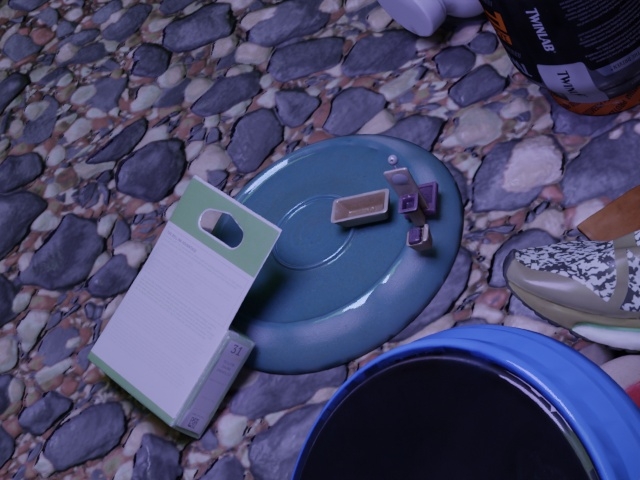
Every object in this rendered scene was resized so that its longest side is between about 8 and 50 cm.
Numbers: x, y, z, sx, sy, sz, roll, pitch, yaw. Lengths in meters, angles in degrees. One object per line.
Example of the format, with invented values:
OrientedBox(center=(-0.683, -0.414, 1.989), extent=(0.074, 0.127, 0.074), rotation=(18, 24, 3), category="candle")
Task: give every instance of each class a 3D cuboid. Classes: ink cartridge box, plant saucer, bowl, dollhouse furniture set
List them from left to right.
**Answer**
OrientedBox(center=(-0.133, 0.068, 1.825), extent=(0.171, 0.056, 0.235), rotation=(32, 91, 44), category="ink cartridge box")
OrientedBox(center=(0.000, 0.000, 1.858), extent=(0.318, 0.043, 0.317), rotation=(-16, 47, 18), category="plant saucer")
OrientedBox(center=(0.052, -0.037, 1.768), extent=(0.114, 0.081, 0.091), rotation=(-11, 49, 23), category="dollhouse furniture set")
OrientedBox(center=(0.118, 0.264, 1.390), extent=(0.391, 0.077, 0.391), rotation=(-4, 85, 44), category="bowl")

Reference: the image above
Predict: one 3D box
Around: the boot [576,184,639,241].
OrientedBox(center=(0.377, -0.082, 1.691), extent=(0.280, 0.096, 0.264), rotation=(-38, 51, 8), category="boot")

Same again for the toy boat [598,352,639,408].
OrientedBox(center=(0.250, 0.211, 1.481), extent=(0.151, 0.151, 0.231), rotation=(41, 80, 15), category="toy boat")

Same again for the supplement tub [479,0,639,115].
OrientedBox(center=(0.250, -0.283, 1.748), extent=(0.194, 0.316, 0.193), rotation=(-17, 46, 19), category="supplement tub")

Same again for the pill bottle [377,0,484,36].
OrientedBox(center=(0.178, -0.359, 1.979), extent=(0.264, 0.146, 0.146), rotation=(-48, 45, -12), category="pill bottle")

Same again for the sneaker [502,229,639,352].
OrientedBox(center=(0.362, -0.016, 1.489), extent=(0.410, 0.182, 0.158), rotation=(-3, 21, 9), category="sneaker")
